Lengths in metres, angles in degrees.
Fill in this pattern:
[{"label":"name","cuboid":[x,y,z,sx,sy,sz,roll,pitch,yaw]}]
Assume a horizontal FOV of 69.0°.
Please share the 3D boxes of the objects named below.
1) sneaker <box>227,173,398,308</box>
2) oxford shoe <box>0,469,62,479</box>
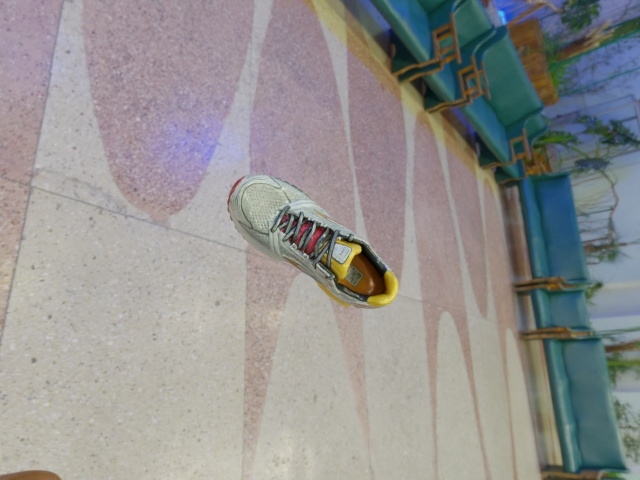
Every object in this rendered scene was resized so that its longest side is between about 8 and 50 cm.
[{"label":"sneaker","cuboid":[0.000,0.000,0.519,0.225,0.092,0.088,34,78,-18]},{"label":"oxford shoe","cuboid":[-0.277,0.214,0.349,0.076,0.076,0.212,51,11,21]}]
